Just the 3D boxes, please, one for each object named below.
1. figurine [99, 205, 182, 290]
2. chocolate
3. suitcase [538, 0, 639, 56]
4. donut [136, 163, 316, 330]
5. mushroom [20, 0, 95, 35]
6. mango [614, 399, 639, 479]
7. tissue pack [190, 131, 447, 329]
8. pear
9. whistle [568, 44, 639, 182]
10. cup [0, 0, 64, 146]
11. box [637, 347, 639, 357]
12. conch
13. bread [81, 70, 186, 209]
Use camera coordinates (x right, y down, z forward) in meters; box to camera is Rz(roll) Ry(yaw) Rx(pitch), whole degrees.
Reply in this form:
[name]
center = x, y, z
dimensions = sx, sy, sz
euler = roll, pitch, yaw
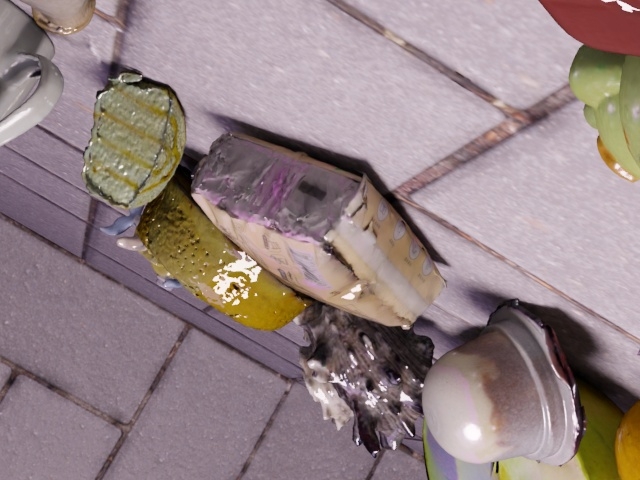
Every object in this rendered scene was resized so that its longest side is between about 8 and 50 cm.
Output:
[figurine]
center = -0.242, 0.006, 1.800
dimensions = 0.208, 0.128, 0.184
euler = 39, 168, -5
[chocolate]
center = 0.197, 0.185, 1.298
dimensions = 0.221, 0.147, 0.221
euler = 42, 142, 46
[suitcase]
center = 0.162, -0.149, 0.275
dimensions = 0.297, 0.161, 0.236
euler = 15, 160, 45
[donut]
center = -0.128, 0.023, 1.492
dimensions = 0.272, 0.107, 0.272
euler = 41, -173, -6
[mushroom]
center = -0.268, -0.249, 0.943
dimensions = 0.118, 0.103, 0.270
euler = 20, 169, 34
[mango]
center = 0.425, 0.278, 1.223
dimensions = 0.177, 0.119, 0.317
euler = 7, -148, -27
[tissue pack]
center = 0.000, 0.000, 1.261
dimensions = 0.215, 0.123, 0.256
euler = 23, 165, 33
[pear]
center = 0.308, 0.318, 1.501
dimensions = 0.165, 0.398, 0.399
euler = -8, -178, -24
[whistle]
center = 0.200, -0.059, 0.600
dimensions = 0.141, 0.141, 0.294
euler = 30, 168, -2
[cup]
center = -0.415, -0.164, 1.276
dimensions = 0.258, 0.234, 0.186
euler = 19, 164, 30
[box]
center = 0.376, 0.133, 1.158
dimensions = 0.051, 0.036, 0.117
euler = 15, 161, 49
[conch]
center = 0.046, 0.190, 1.648
dimensions = 0.313, 0.186, 0.240
euler = 39, 142, 47
[bread]
center = -0.202, -0.121, 1.304
dimensions = 0.103, 0.156, 0.110
euler = 32, -159, 18
